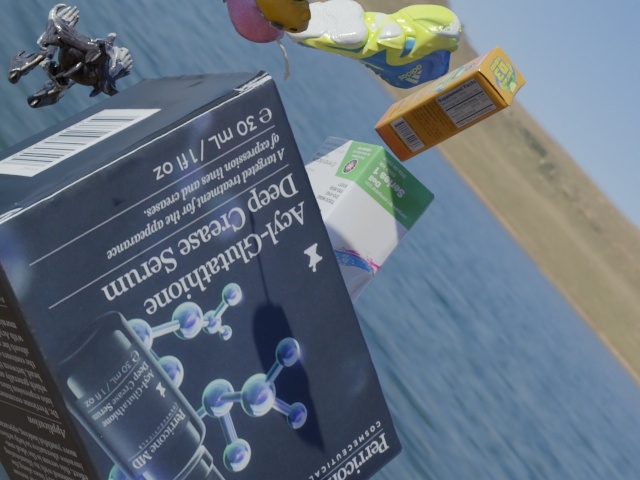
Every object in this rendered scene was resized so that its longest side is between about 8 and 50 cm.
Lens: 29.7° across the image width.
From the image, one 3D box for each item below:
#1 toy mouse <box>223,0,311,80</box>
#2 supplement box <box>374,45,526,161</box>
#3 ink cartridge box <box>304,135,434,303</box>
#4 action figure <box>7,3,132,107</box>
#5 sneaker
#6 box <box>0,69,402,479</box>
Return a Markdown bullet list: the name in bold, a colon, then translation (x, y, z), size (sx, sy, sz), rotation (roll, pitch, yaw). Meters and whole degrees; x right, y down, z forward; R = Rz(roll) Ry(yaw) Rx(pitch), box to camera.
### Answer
- **toy mouse**: translation (-0.052, -0.180, 0.786), size (0.143, 0.031, 0.161), rotation (53, -18, 35)
- **supplement box**: translation (0.192, -0.202, 1.807), size (0.080, 0.233, 0.078), rotation (51, 47, -15)
- **ink cartridge box**: translation (0.000, 0.000, 1.694), size (0.117, 0.278, 0.201), rotation (41, -7, -22)
- **action figure**: translation (-0.400, -0.304, 1.976), size (0.275, 0.141, 0.164), rotation (-9, -49, 47)
- **sneaker**: translation (0.072, -0.259, 1.664), size (0.126, 0.240, 0.091), rotation (85, 12, -49)
- **box**: translation (-0.145, 0.088, 1.077), size (0.212, 0.293, 0.396), rotation (7, -56, 49)
